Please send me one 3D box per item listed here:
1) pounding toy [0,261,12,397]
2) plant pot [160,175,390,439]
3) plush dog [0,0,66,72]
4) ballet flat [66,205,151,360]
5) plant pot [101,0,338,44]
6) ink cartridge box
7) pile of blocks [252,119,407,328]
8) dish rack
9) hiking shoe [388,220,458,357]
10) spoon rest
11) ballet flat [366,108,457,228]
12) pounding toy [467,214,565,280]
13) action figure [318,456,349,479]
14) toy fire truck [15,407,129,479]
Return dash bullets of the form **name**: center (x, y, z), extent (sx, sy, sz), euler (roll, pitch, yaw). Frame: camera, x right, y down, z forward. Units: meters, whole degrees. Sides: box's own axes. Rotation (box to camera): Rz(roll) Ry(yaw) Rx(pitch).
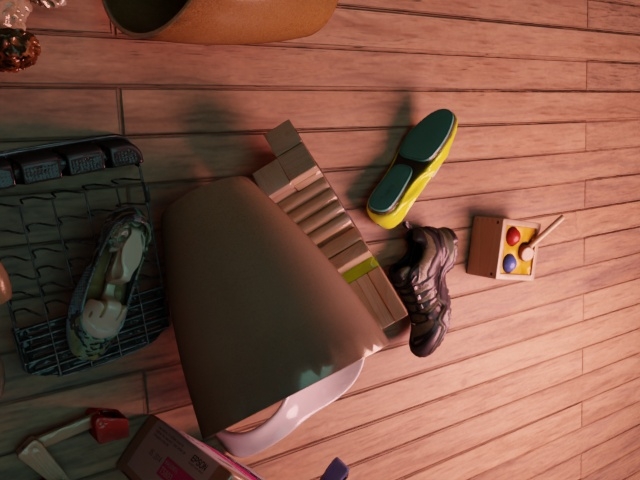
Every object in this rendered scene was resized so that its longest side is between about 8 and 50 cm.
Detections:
- **pounding toy**: center (-0.412, 0.129, 0.692), extent (0.270, 0.155, 0.154), euler (-29, 103, 4)
- **plant pot**: center (-0.087, 0.066, 0.852), extent (0.257, 0.256, 0.274), euler (-21, 79, -32)
- **plush dog**: center (-0.341, -0.300, 0.697), extent (0.262, 0.210, 0.225), euler (44, 84, -1)
- **ballet flat**: center (-0.240, 0.052, 0.768), extent (0.070, 0.070, 0.188), euler (14, 90, -36)
- **plant pot**: center (-0.099, -0.341, 0.827), extent (0.254, 0.237, 0.237), euler (0, 96, -48)
- **ink cartridge box**: center (-0.125, 0.331, 0.863), extent (0.193, 0.235, 0.088), euler (43, 71, -32)
- **pile of blocks**: center (0.000, 0.000, 1.002), extent (0.113, 0.149, 0.362), euler (-31, 108, 4)
- **dish rack**: center (-0.292, 0.019, 0.811), extent (0.208, 0.074, 0.271), euler (-17, 107, -32)
- **hiking shoe**: center (0.159, 0.083, 1.141), extent (0.114, 0.086, 0.226), euler (10, 84, -22)
- **spoon rest**: center (-0.030, 0.218, 1.010), extent (0.276, 0.084, 0.137), euler (-41, 117, -24)
- **ballet flat**: center (0.156, -0.114, 1.118), extent (0.231, 0.077, 0.077), euler (-54, 143, -15)
- **pounding toy**: center (0.364, 0.008, 1.254), extent (0.141, 0.100, 0.130), euler (5, 93, -36)
- **action figure**: center (-0.002, 0.505, 0.987), extent (0.341, 0.178, 0.330), euler (-56, 142, 4)
- **toy fire truck**: center (-0.335, 0.286, 0.823), extent (0.192, 0.047, 0.135), euler (-2, 96, -34)
